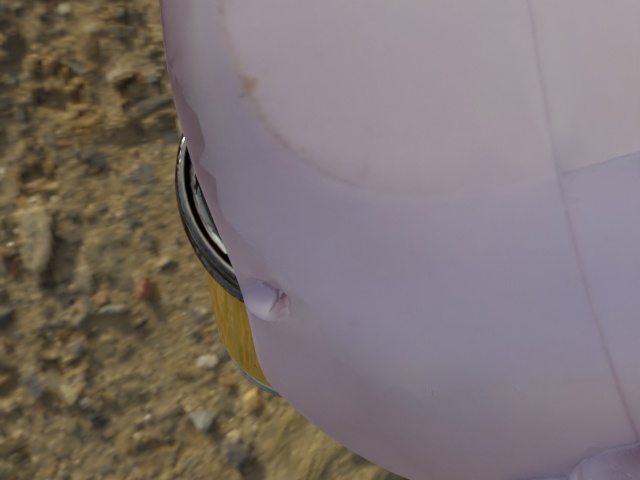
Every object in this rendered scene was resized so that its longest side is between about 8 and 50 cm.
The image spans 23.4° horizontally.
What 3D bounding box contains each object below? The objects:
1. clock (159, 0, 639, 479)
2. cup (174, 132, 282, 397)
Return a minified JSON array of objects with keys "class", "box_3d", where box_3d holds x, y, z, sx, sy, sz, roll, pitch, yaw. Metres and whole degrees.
[{"class":"clock","box_3d":[0.097,-0.054,0.607,0.250,0.376,0.368,-12,72,15]},{"class":"cup","box_3d":[0.000,0.000,1.034,0.196,0.280,0.196,2,66,-4]}]
